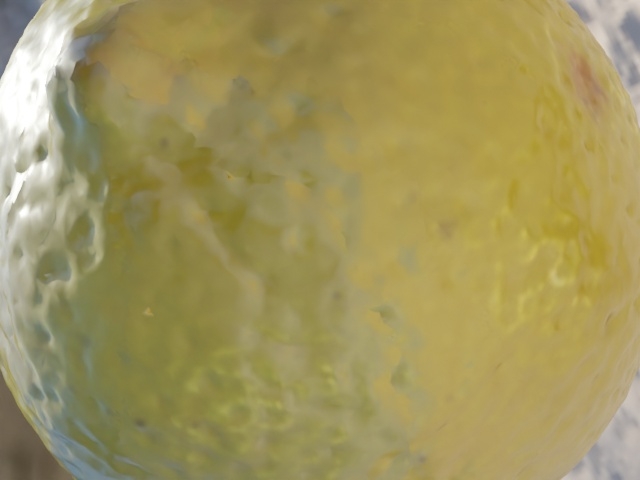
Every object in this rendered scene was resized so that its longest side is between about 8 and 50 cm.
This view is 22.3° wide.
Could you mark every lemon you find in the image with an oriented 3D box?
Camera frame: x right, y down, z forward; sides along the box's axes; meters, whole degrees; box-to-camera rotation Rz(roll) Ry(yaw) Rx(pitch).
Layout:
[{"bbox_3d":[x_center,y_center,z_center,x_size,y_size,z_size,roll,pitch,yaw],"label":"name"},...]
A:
[{"bbox_3d":[-0.001,-0.004,0.544,0.228,0.228,0.253,59,174,26],"label":"lemon"}]

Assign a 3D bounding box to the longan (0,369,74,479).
[{"bbox_3d":[-0.285,0.142,1.047,0.361,0.361,0.361,61,170,19],"label":"longan"}]
